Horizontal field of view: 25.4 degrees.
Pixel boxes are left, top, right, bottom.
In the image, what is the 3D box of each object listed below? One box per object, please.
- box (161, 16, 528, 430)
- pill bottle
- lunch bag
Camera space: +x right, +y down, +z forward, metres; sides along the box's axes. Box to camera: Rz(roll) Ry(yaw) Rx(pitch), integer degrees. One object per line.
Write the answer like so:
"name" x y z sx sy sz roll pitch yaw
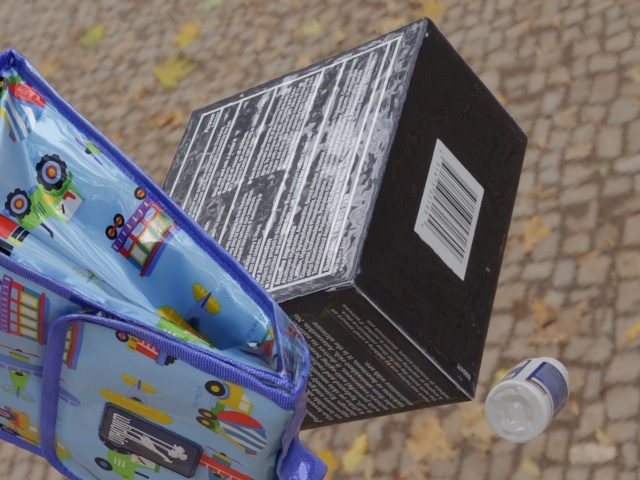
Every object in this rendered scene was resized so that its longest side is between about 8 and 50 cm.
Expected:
"box" 0.000 0.000 1.265 0.294 0.183 0.296 -15 43 38
"pill bottle" 0.218 0.160 1.471 0.067 0.067 0.120 -13 6 27
"lunch bag" -0.119 0.065 0.858 0.293 0.221 0.138 33 54 11
